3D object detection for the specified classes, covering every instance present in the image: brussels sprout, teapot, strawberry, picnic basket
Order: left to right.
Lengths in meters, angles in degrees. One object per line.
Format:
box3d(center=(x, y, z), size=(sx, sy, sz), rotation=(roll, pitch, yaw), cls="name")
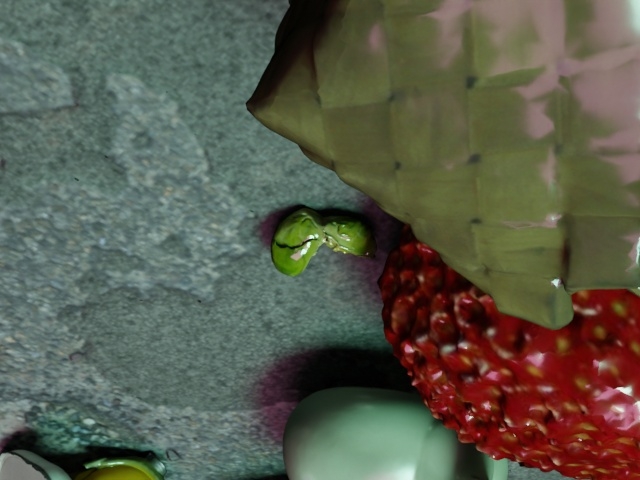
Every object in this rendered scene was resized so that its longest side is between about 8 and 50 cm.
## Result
box3d(center=(0.001, -0.001, 0.705), size=(0.083, 0.046, 0.051), rotation=(-12, 131, -3), cls="brussels sprout")
box3d(center=(0.076, 0.204, 0.762), size=(0.219, 0.149, 0.318), rotation=(10, 163, -3), cls="teapot")
box3d(center=(0.181, 0.078, 0.648), size=(0.261, 0.258, 0.261), rotation=(-4, 145, -3), cls="strawberry")
box3d(center=(0.151, -0.107, 0.422), size=(0.321, 0.291, 0.254), rotation=(30, 128, -17), cls="picnic basket")

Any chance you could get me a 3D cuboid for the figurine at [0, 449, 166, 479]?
box3d(center=(-0.250, 0.282, 0.956), size=(0.141, 0.167, 0.250), rotation=(-16, 176, -38), cls="figurine")
